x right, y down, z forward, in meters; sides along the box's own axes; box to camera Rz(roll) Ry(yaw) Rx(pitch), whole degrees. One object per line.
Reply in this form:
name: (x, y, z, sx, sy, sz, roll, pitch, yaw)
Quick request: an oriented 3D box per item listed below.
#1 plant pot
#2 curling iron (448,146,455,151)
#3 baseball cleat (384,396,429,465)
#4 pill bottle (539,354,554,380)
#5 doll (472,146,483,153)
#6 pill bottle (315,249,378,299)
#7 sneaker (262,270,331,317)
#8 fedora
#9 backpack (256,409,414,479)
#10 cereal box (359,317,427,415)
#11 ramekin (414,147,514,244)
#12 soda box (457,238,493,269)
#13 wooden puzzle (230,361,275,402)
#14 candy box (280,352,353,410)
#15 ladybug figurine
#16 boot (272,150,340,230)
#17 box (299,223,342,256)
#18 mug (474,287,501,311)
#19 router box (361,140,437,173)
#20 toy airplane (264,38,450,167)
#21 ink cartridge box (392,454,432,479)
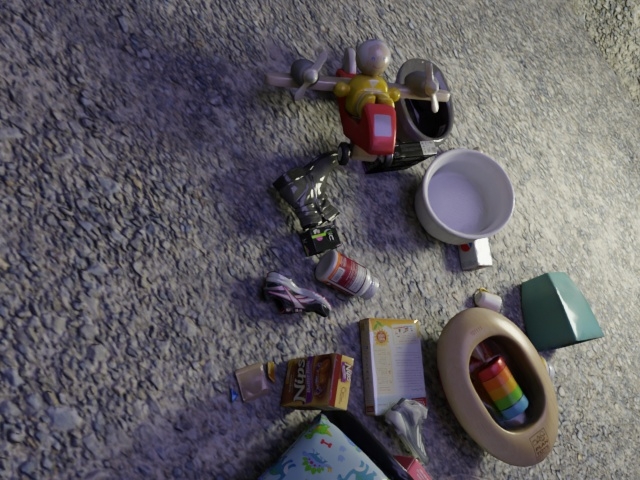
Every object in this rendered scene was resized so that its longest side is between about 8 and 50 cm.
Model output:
plant pot: (0.770, 0.229, 1.688, 0.166, 0.165, 0.234, 1, 66, -34)
curling iron: (0.478, -0.179, 1.702, 0.068, 0.035, 0.273, -20, 86, -33)
baseball cleat: (0.238, 0.469, 1.266, 0.109, 0.072, 0.205, -42, 120, -15)
pill bottle: (0.623, 0.387, 1.565, 0.184, 0.103, 0.103, 20, 64, -27)
doll: (0.502, -0.223, 1.678, 0.129, 0.046, 0.188, 20, 65, -10)
pill bottle: (0.070, 0.092, 1.304, 0.152, 0.086, 0.086, 30, 60, -23)
sneaker: (-0.063, 0.146, 1.219, 0.178, 0.072, 0.077, 29, 72, -14)
fedora: (0.294, -0.408, 1.599, 0.244, 0.124, 0.275, -11, 87, -34)
backpack: (-0.007, 0.524, 1.006, 0.356, 0.273, 0.290, -39, 62, -18)
cereal box: (0.188, 0.324, 1.329, 0.173, 0.047, 0.239, 8, 71, -31)
ramekin: (0.415, -0.120, 1.527, 0.278, 0.135, 0.276, 2, 75, -8)
soda box: (0.478, -0.018, 1.626, 0.074, 0.069, 0.215, 4, 73, -33)
wooden puzzle: (-0.149, 0.311, 1.129, 0.117, 0.014, 0.078, -4, 73, -35)
candy box: (-0.011, 0.309, 1.113, 0.053, 0.187, 0.109, 24, 62, -27)
ladybug figurine: (0.467, 0.399, 1.401, 0.305, 0.162, 0.448, -25, 86, -23)
boot: (-0.001, -0.124, 1.319, 0.247, 0.083, 0.161, -34, 91, -41)
box: (0.000, 0.000, 1.309, 0.083, 0.052, 0.062, -15, 82, -37)
mug: (0.511, 0.186, 1.596, 0.064, 0.078, 0.062, 25, 94, -15)
router box: (0.230, -0.241, 1.494, 0.179, 0.133, 0.045, -12, 83, -37)
toy airplane: (0.110, -0.403, 1.336, 0.385, 0.272, 0.386, 35, 50, 16)
ink cartridge box: (0.161, 0.665, 1.151, 0.283, 0.117, 0.207, -39, 98, -36)
